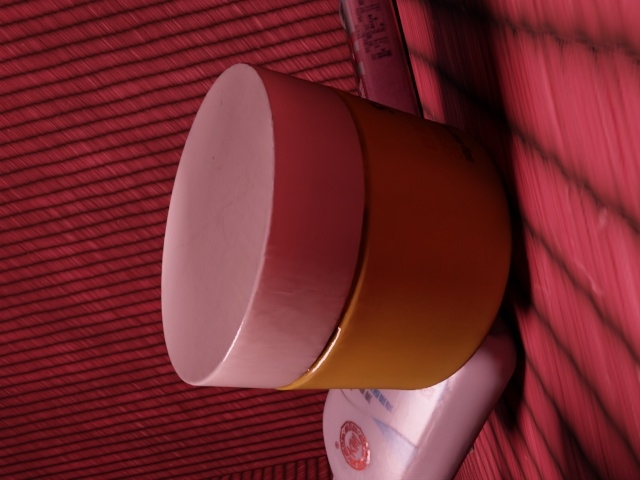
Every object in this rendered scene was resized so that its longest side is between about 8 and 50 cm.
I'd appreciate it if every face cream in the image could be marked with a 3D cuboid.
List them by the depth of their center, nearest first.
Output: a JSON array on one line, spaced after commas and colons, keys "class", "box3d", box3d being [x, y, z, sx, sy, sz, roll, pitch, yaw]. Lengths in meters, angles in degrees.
[{"class": "face cream", "box3d": [0.000, 0.000, 0.436, 0.218, 0.180, 0.218, -27, 59, 56]}, {"class": "face cream", "box3d": [0.066, 0.184, 0.574, 0.163, 0.080, 0.336, 47, 129, 43]}]

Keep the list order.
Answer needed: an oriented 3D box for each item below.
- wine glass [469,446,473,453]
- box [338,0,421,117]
[{"class": "wine glass", "box3d": [0.215, 0.296, 1.023, 0.072, 0.072, 0.155, 72, -172, -53]}, {"class": "box", "box3d": [0.083, -0.206, 0.764, 0.120, 0.069, 0.224, 37, -141, -84]}]
